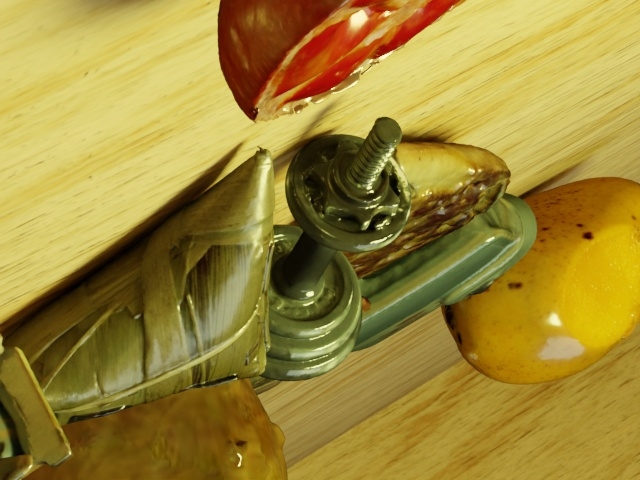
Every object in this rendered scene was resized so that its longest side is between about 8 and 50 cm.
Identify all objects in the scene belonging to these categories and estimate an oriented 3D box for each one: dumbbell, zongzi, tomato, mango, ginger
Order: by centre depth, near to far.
[{"bbox_3d":[0.018,-0.113,0.726,0.155,0.069,0.155,-36,174,-4],"label":"tomato"},{"bbox_3d":[-0.115,0.028,1.099,0.189,0.081,0.178,-16,144,-20],"label":"zongzi"},{"bbox_3d":[0.000,0.000,1.204,0.110,0.110,0.254,-29,164,-30],"label":"dumbbell"},{"bbox_3d":[-0.142,0.194,1.387,0.269,0.200,0.223,-27,171,-40],"label":"ginger"},{"bbox_3d":[0.235,0.032,1.996,0.191,0.160,0.290,1,-147,48],"label":"mango"}]

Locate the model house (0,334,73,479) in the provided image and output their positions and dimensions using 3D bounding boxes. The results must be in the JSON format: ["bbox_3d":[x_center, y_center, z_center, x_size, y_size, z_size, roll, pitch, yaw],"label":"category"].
[{"bbox_3d":[-0.187,0.093,0.756,0.178,0.271,0.206,-39,-154,11],"label":"model house"}]

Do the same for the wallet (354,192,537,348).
[{"bbox_3d":[0.075,0.037,1.743,0.252,0.083,0.360,-30,174,11],"label":"wallet"}]

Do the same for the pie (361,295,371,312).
[{"bbox_3d":[-0.039,0.060,1.507,0.191,0.033,0.088,-15,176,-20],"label":"pie"}]

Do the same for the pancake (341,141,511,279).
[{"bbox_3d":[0.063,-0.026,1.432,0.212,0.056,0.257,-18,171,-36],"label":"pancake"}]

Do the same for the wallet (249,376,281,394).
[{"bbox_3d":[-0.109,0.143,1.736,0.152,0.039,0.118,-29,173,31],"label":"wallet"}]
